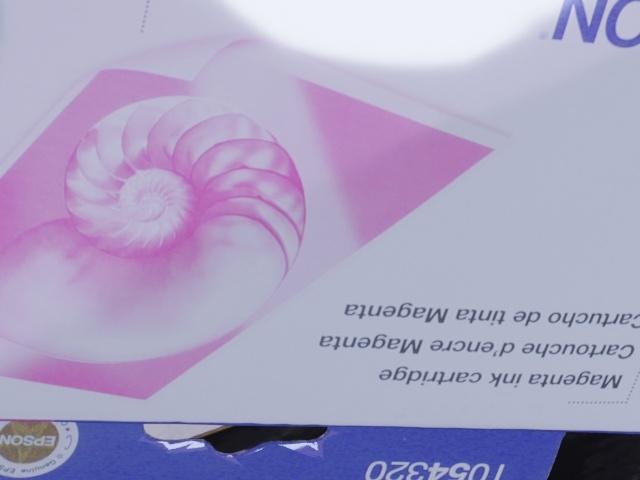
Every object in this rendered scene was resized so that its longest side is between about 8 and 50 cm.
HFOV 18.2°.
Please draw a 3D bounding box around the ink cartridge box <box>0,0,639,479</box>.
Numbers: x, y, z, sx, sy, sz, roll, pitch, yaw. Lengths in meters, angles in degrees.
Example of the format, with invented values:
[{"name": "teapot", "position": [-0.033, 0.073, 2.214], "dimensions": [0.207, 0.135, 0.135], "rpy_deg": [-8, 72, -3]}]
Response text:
[{"name": "ink cartridge box", "position": [0.000, 0.000, 0.781], "dimensions": [0.324, 0.071, 0.330], "rpy_deg": [2, 124, -19]}]
